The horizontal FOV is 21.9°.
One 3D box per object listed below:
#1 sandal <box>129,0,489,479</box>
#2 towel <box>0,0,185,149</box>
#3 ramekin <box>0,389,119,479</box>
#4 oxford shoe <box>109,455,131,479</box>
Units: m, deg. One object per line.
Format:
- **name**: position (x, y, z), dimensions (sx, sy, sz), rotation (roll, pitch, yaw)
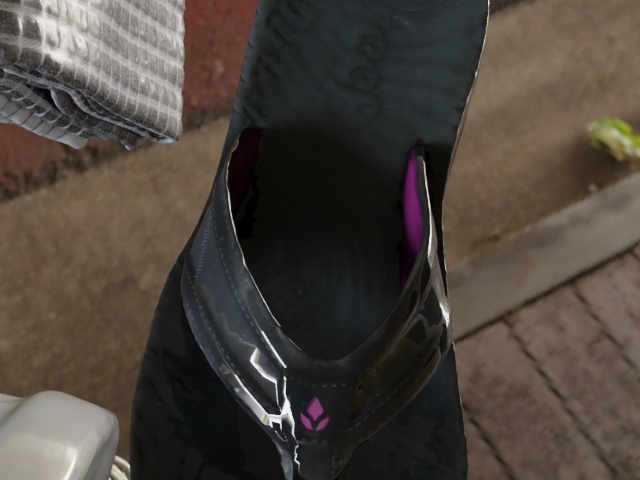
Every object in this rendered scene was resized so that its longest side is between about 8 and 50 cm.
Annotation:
- **sandal**: position (-0.002, -0.001, 0.836), dimensions (0.167, 0.107, 0.446), rotation (4, 60, 4)
- **towel**: position (-0.164, -0.189, 1.033), dimensions (0.121, 0.283, 0.235), rotation (-3, 82, 19)
- **ramekin**: position (-0.166, 0.154, 0.467), dimensions (0.127, 0.273, 0.273), rotation (22, 51, -1)
- **oxford shoe**: position (-0.218, 0.222, 1.381), dimensions (0.130, 0.449, 0.169), rotation (-44, 83, -9)
